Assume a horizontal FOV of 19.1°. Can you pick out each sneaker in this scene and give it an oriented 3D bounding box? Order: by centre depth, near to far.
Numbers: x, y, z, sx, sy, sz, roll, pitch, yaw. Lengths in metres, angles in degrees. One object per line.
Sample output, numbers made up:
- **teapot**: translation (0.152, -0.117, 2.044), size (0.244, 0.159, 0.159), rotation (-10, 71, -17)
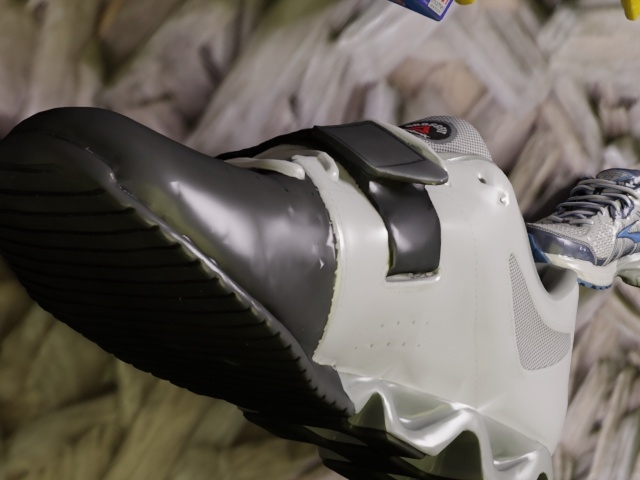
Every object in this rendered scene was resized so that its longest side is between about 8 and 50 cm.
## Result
- **sneaker**: translation (0.000, 0.000, 0.752), size (0.330, 0.122, 0.146), rotation (36, 68, -49)
- **sneaker**: translation (0.133, -0.009, 0.923), size (0.135, 0.052, 0.058), rotation (1, 103, -54)

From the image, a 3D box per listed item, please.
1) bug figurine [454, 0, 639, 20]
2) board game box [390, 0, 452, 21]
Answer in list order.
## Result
- **bug figurine**: translation (0.083, -0.224, 0.641), size (0.216, 0.072, 0.279), rotation (-45, 133, -27)
- **board game box**: translation (0.043, -0.209, 0.702), size (0.160, 0.047, 0.210), rotation (30, 89, -50)
